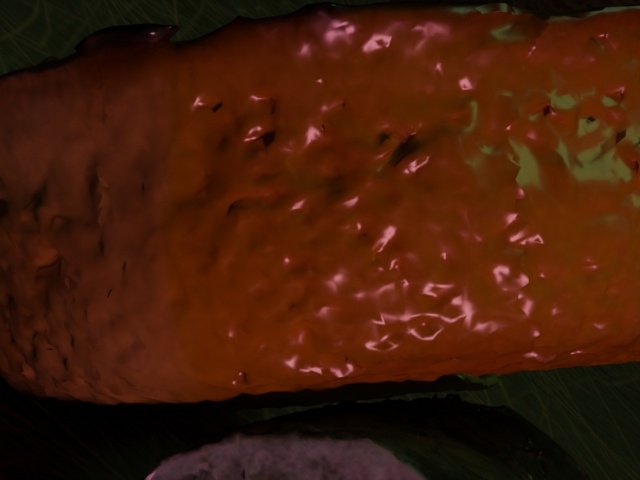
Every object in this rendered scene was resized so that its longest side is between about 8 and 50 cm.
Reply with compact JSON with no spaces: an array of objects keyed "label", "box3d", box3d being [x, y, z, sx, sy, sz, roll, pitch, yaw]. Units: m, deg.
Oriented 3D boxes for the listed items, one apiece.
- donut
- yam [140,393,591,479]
[{"label":"donut","box3d":[0.000,0.000,0.943,0.378,0.435,0.163,-4,86,-26]},{"label":"yam","box3d":[0.032,0.166,0.886,0.202,0.201,0.271,53,9,15]}]
